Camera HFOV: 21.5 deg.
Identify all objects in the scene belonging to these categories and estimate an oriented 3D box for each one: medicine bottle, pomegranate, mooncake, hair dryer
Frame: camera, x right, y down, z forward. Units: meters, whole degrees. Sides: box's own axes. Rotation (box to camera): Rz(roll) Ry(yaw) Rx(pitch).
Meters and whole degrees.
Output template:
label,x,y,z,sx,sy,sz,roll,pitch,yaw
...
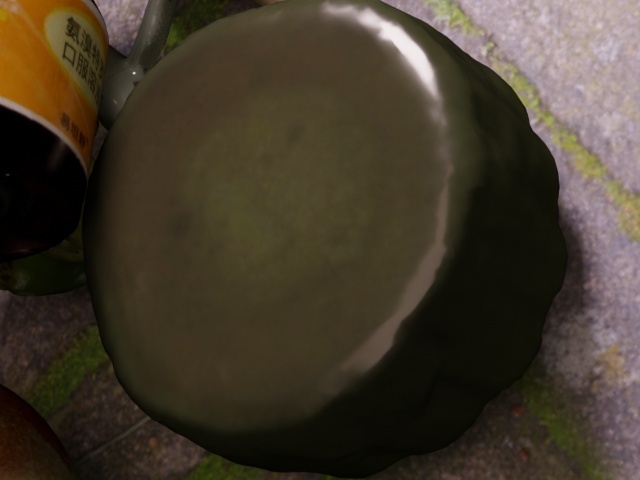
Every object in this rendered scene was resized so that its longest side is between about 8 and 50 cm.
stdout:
label,x,y,z,sx,sy,sz,roll,pitch,yaw
medicine bottle,-0.279,-0.192,1.302,0.242,0.242,0.395,-10,64,27
pomegranate,-0.240,-0.028,1.449,0.143,0.122,0.169,14,56,7
mooncake,0.000,0.000,1.257,0.356,0.194,0.356,-12,66,30
hair dryer,-0.167,-0.192,1.468,0.167,0.067,0.199,31,114,46

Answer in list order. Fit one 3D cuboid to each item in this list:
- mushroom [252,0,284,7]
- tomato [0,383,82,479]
label,x,y,z,sx,sy,sz,roll,pitch,yaw
mushroom,-0.063,-0.250,1.436,0.247,0.096,0.108,35,67,30
tomato,-0.308,0.242,1.334,0.270,0.223,0.270,-3,60,6
